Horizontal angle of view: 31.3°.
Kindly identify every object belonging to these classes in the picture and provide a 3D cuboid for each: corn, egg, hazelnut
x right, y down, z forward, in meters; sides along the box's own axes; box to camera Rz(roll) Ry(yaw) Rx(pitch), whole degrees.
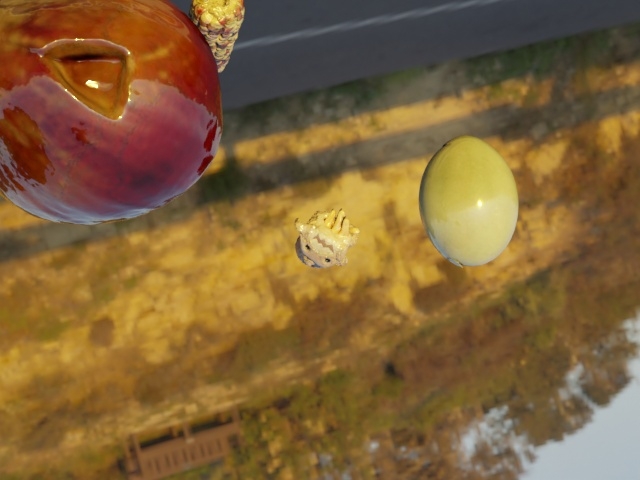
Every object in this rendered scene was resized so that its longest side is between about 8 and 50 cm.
[{"bbox_3d":[-0.180,-0.352,1.939,0.092,0.092,0.280,-15,168,-11],"label":"corn"},{"bbox_3d":[0.278,-0.075,2.149,0.187,0.253,0.186,0,170,0],"label":"egg"},{"bbox_3d":[-0.350,-0.224,1.733,0.402,0.402,0.429,-14,-168,-35],"label":"hazelnut"}]

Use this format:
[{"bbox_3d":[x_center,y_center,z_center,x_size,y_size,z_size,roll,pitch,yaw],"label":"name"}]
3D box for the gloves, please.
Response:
[{"bbox_3d":[0.006,0.004,2.020,0.110,0.094,0.144,18,158,6],"label":"gloves"}]
